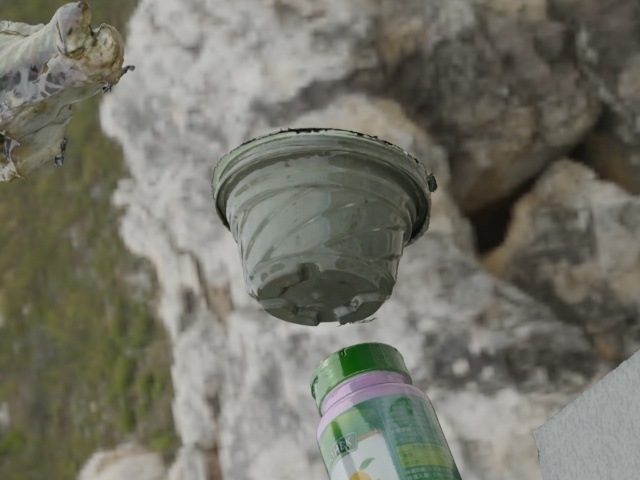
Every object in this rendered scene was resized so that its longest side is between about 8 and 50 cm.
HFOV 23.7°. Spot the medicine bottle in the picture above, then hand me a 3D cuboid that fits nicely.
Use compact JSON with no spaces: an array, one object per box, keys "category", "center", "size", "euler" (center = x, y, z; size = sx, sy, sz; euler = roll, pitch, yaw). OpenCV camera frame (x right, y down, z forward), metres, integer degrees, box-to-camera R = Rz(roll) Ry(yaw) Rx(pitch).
[{"category":"medicine bottle","center":[0.075,0.241,1.589],"size":[0.133,0.133,0.274],"euler":[107,152,-46]}]

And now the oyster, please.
[{"category":"oyster","center":[-0.339,-0.174,1.785],"size":[0.337,0.133,0.198],"euler":[-18,107,37]}]

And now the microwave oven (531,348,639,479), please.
[{"category":"microwave oven","center":[0.515,0.298,1.913],"size":[0.432,0.236,0.374],"euler":[-49,43,44]}]

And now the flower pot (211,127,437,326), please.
[{"category":"flower pot","center":[0.000,0.000,1.552],"size":[0.235,0.235,0.141],"euler":[123,152,-58]}]
